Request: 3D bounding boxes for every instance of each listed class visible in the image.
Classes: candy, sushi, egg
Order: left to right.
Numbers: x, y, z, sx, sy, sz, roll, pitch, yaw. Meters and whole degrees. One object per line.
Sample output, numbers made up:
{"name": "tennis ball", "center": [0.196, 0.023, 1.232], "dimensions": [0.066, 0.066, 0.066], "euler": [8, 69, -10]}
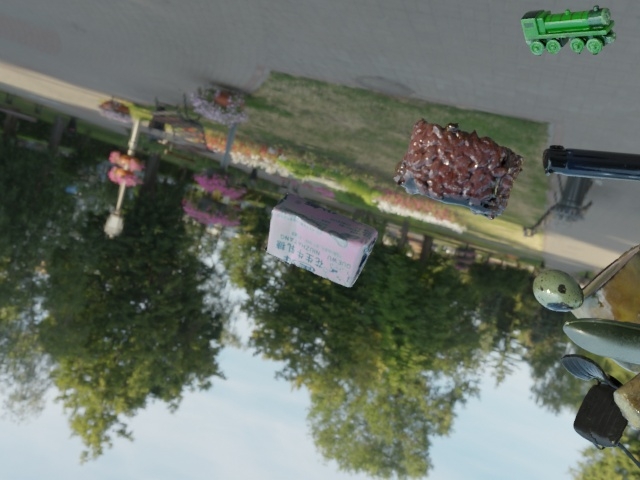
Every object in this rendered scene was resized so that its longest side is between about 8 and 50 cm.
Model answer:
{"name": "candy", "center": [0.000, 0.000, 0.932], "dimensions": [0.160, 0.092, 0.073], "euler": [23, -146, 15]}
{"name": "sushi", "center": [0.309, -0.156, 1.356], "dimensions": [0.270, 0.170, 0.236], "euler": [20, -173, 2]}
{"name": "egg", "center": [0.500, 0.107, 1.272], "dimensions": [0.085, 0.085, 0.110], "euler": [13, -158, -45]}

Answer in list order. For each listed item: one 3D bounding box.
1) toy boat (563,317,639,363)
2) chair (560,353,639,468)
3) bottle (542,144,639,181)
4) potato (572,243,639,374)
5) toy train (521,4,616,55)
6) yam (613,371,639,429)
{"name": "toy boat", "center": [0.583, 0.182, 1.109], "dimensions": [0.261, 0.078, 0.085], "euler": [9, -137, 16]}
{"name": "chair", "center": [0.586, 0.348, 1.241], "dimensions": [0.221, 0.145, 0.140], "euler": [33, 172, -17]}
{"name": "bottle", "center": [0.697, -0.199, 1.549], "dimensions": [0.245, 0.082, 0.072], "euler": [4, 177, 4]}
{"name": "potato", "center": [0.700, 0.177, 1.321], "dimensions": [0.266, 0.229, 0.229], "euler": [47, -172, 9]}
{"name": "toy train", "center": [0.666, -0.568, 1.628], "dimensions": [0.251, 0.085, 0.119], "euler": [14, 142, 48]}
{"name": "yam", "center": [0.582, 0.179, 0.924], "dimensions": [0.066, 0.300, 0.066], "euler": [57, 173, 11]}
